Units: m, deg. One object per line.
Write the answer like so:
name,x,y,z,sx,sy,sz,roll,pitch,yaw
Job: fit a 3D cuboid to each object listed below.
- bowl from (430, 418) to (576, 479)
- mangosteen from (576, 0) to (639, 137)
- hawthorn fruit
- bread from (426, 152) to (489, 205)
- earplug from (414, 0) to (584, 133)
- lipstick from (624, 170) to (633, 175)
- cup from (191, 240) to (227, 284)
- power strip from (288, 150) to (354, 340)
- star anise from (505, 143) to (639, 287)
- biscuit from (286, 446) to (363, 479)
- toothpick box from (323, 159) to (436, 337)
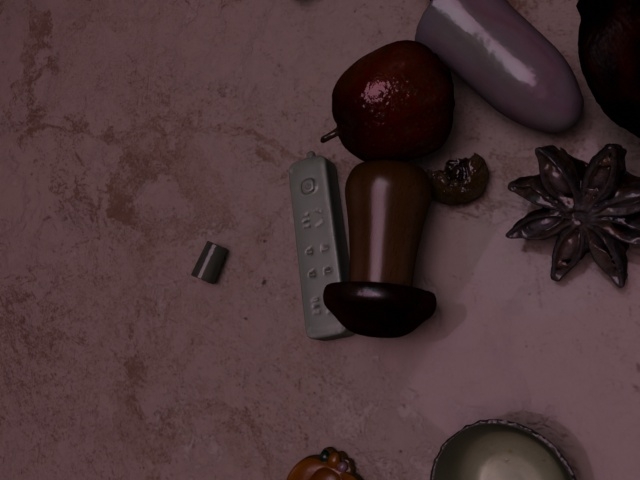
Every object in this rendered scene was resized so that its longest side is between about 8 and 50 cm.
bowl,0.283,0.373,0.872,0.212,0.112,0.211,-8,74,28
mangosteen,0.552,-0.308,0.731,0.422,0.381,0.380,-3,77,27
hawthorn fruit,0.112,-0.231,1.020,0.250,0.215,0.215,-19,69,4
bread,0.243,-0.105,1.033,0.113,0.060,0.082,-21,67,22
earplug,0.321,-0.297,0.990,0.172,0.172,0.301,-43,69,14
lipstick,0.488,-0.067,0.896,0.048,0.048,0.158,-50,61,10
cup,-0.242,0.048,1.280,0.055,0.075,0.083,24,87,-6
power strip,0.000,0.000,1.143,0.091,0.062,0.384,-14,73,23
star anise,0.407,-0.053,0.881,0.236,0.109,0.223,44,139,8
biscuit,0.009,0.457,1.039,0.170,0.050,0.170,-6,76,27
toothpick box,0.110,0.019,1.005,0.192,0.192,0.294,0,77,29
